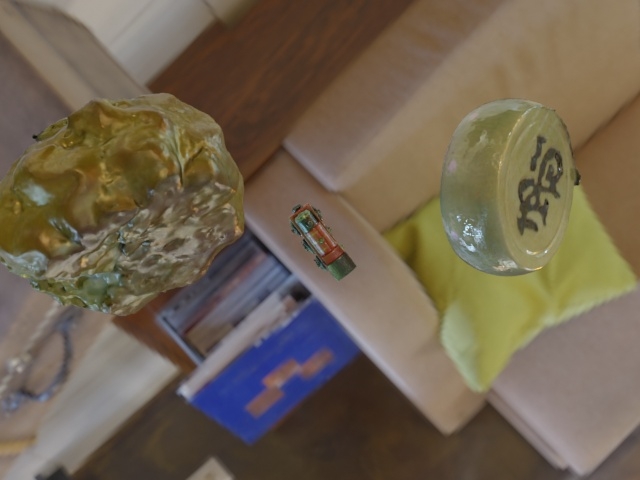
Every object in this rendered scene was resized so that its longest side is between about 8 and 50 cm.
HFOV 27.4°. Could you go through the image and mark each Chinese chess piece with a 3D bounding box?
[{"bbox_3d":[0.154,-0.043,1.058,0.144,0.058,0.144,-10,102,-53],"label":"Chinese chess piece"}]

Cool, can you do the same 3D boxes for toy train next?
[{"bbox_3d":[0.000,0.000,1.604,0.044,0.103,0.064,-37,-169,-1],"label":"toy train"}]

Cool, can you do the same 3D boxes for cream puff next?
[{"bbox_3d":[-0.216,-0.049,1.362,0.281,0.185,0.282,-26,156,-13],"label":"cream puff"}]
